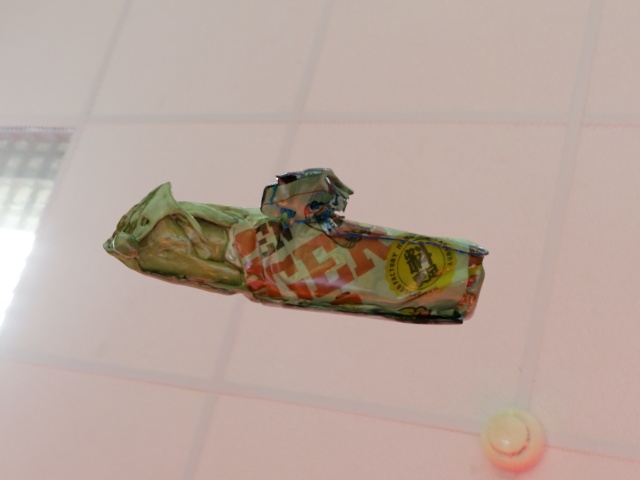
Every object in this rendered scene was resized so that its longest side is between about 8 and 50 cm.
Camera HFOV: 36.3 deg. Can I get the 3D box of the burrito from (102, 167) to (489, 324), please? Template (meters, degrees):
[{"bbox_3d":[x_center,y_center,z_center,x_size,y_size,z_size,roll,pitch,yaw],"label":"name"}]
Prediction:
[{"bbox_3d":[0.000,0.000,0.670,0.054,0.288,0.104,-123,-135,-59],"label":"burrito"}]
